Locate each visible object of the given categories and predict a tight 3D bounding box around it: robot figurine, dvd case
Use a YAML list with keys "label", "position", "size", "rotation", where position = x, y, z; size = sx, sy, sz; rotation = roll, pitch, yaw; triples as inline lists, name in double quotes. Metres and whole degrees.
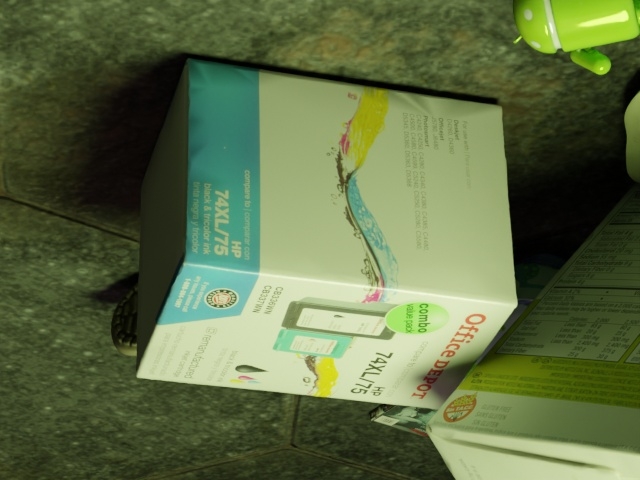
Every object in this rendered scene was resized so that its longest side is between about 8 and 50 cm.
- label: "robot figurine"
  position: [0.195, -0.176, 1.427]
  size: [0.115, 0.067, 0.101]
  rotation: [-10, 120, 13]
- label: "dvd case"
  position: [0.122, 0.175, 2.043]
  size: [0.087, 0.013, 0.119]
  rotation: [19, 142, -29]

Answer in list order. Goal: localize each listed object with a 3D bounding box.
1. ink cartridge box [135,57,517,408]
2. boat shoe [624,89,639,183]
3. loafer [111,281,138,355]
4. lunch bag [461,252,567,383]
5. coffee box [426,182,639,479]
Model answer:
- label: "ink cartridge box"
  position: [0.000, 0.000, 1.581]
  size: [0.270, 0.197, 0.198]
  rotation: [7, 148, -13]
- label: "boat shoe"
  position: [0.278, -0.098, 1.585]
  size: [0.049, 0.042, 0.133]
  rotation: [19, 151, 15]
- label: "loafer"
  position: [-0.064, 0.068, 1.780]
  size: [0.269, 0.102, 0.092]
  rotation: [-12, 141, 16]
- label: "lunch bag"
  position: [0.217, 0.121, 1.836]
  size: [0.176, 0.090, 0.219]
  rotation: [-29, 117, 37]
- label: "coffee box"
  position: [0.366, 0.175, 1.546]
  size: [0.338, 0.334, 0.337]
  rotation: [0, 129, 50]
